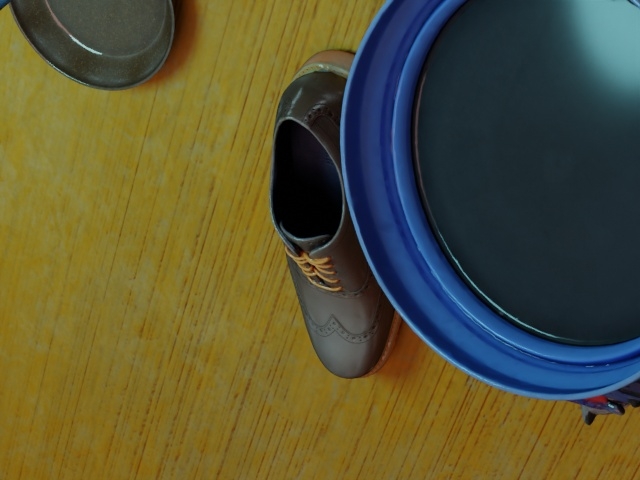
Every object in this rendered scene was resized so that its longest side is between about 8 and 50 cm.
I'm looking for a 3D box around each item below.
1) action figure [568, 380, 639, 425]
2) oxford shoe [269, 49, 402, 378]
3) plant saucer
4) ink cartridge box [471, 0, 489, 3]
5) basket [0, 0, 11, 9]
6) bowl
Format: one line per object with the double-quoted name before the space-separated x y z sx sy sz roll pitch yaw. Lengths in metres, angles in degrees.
"action figure" 0.288 0.042 1.740 0.341 0.178 0.330 20 135 23
"oxford shoe" 0.000 0.000 1.885 0.130 0.133 0.364 7 124 25
"plant saucer" -0.226 -0.247 1.916 0.198 0.036 0.198 15 127 21
"ink cartridge box" 0.217 -0.322 1.594 0.261 0.066 0.296 19 128 19
"basket" -0.249 -0.342 1.697 0.201 0.289 0.255 20 125 11
"bowl" 0.186 -0.062 1.615 0.391 0.077 0.391 14 112 39
